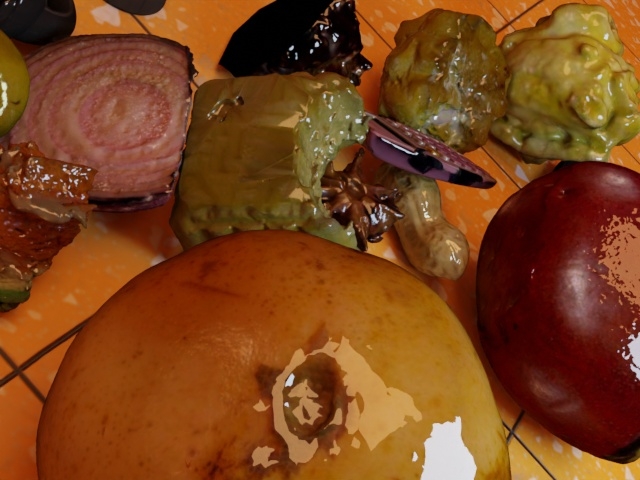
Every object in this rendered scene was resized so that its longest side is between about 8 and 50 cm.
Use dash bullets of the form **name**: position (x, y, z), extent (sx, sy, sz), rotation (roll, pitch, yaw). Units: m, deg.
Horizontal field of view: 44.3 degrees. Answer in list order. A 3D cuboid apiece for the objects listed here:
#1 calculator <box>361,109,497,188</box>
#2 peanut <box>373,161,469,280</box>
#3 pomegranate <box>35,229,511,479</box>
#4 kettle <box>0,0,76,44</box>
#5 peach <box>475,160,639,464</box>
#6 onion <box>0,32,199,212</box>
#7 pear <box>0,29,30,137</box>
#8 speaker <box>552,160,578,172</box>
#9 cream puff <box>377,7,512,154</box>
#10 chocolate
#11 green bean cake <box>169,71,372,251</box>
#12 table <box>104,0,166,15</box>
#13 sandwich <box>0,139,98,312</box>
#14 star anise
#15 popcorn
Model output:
- **calculator**: position (0.147, -0.142, 1.223), extent (0.294, 0.043, 0.194), rotation (13, 21, -37)
- **peanut**: position (0.156, -0.033, 1.219), extent (0.230, 0.098, 0.103), rotation (63, 14, 20)
- **pomegranate**: position (-0.037, 0.200, 0.710), extent (0.416, 0.416, 0.417), rotation (21, 48, -25)
- **kettle**: position (-0.415, -0.376, 0.981), extent (0.290, 0.207, 0.268), rotation (64, 18, 11)
- **peach**: position (0.403, 0.108, 1.155), extent (0.352, 0.339, 0.417), rotation (-16, 65, -4)
- **onion**: position (-0.268, -0.129, 0.958), extent (0.247, 0.111, 0.250), rotation (1, 62, 6)
- **pear**: position (-0.397, -0.178, 0.856), extent (0.148, 0.149, 0.162), rotation (-2, 29, -39)
- **speaker**: position (0.483, -0.094, 1.567), extent (0.082, 0.044, 0.218), rotation (47, 43, 1)
- **cream puff**: position (0.207, -0.279, 1.413), extent (0.281, 0.185, 0.282), rotation (-12, 108, -42)
- **chocolate**: position (-0.014, -0.270, 1.225), extent (0.177, 0.224, 0.206), rotation (50, 36, -31)
- **green bean cake**: position (-0.057, -0.087, 0.952), extent (0.232, 0.124, 0.236), rotation (0, 61, 8)
- **table**: position (-0.289, -0.407, 1.195), extent (0.133, 0.043, 0.134), rotation (20, 49, -25)
- **sandwich**: position (-0.337, -0.033, 0.794), extent (0.184, 0.160, 0.109), rotation (33, 27, -21)
- **star anise**: position (0.003, -0.002, 1.057), extent (0.237, 0.148, 0.347), rotation (-10, 67, -18)
- **popcorn**: position (0.477, -0.281, 1.523), extent (0.312, 0.312, 0.312), rotation (21, 48, -25)
